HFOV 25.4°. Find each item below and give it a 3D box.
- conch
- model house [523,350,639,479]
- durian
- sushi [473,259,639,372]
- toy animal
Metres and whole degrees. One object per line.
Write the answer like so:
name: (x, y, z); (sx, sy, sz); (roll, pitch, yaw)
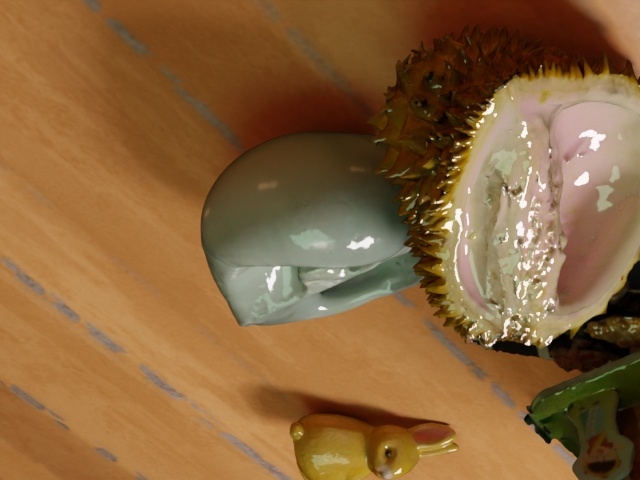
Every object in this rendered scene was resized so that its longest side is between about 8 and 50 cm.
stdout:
conch: (0.002, -0.005, 1.062); (0.185, 0.121, 0.221); (19, 153, -10)
model house: (0.385, 0.253, 1.078); (0.340, 0.323, 0.300); (-25, 135, 22)
durian: (0.126, -0.041, 0.941); (0.138, 0.183, 0.249); (19, 141, 42)
sushi: (0.209, 0.062, 1.137); (0.193, 0.040, 0.210); (8, 145, 13)
toy animal: (0.055, 0.203, 1.391); (0.159, 0.070, 0.083); (-2, 140, 18)
